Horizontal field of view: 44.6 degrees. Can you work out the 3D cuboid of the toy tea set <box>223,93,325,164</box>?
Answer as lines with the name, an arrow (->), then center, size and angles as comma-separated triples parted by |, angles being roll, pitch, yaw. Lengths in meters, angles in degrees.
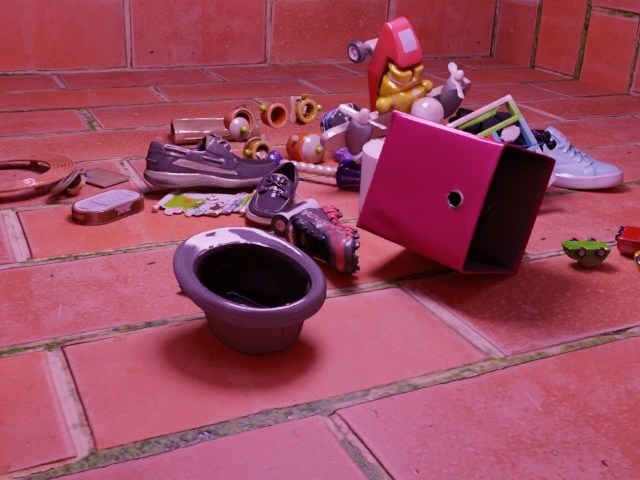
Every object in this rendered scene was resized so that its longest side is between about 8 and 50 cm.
toy tea set -> -0.111, -0.299, 2.197 | 0.336, 0.200, 0.124 | -14, 20, -36

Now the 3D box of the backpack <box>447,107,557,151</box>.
backpack -> 0.459, -0.251, 2.126 | 0.276, 0.213, 0.263 | 4, 33, -6

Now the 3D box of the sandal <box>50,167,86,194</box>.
sandal -> -0.614, -0.141, 1.945 | 0.072, 0.049, 0.180 | -37, 10, 5

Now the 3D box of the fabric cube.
fabric cube -> 0.273, -0.094, 1.572 | 0.258, 0.254, 0.259 | 25, 12, 36

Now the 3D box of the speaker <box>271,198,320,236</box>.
speaker -> -0.054, -0.054, 1.793 | 0.055, 0.055, 0.136 | 15, 25, 27

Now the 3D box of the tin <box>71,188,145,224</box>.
tin -> -0.499, -0.081, 1.836 | 0.106, 0.040, 0.189 | 11, 24, 31

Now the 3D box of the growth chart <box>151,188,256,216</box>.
growth chart -> -0.278, -0.093, 1.909 | 0.237, 0.021, 0.172 | 3, 23, 3

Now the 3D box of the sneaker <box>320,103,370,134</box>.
sneaker -> 0.065, -0.338, 2.397 | 0.147, 0.130, 0.330 | -9, -1, 16

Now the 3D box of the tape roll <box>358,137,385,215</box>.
tape roll -> 0.217, -0.136, 1.874 | 0.246, 0.169, 0.246 | 2, 22, -1

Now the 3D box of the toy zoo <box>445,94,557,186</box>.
toy zoo -> 0.462, -0.197, 1.956 | 0.192, 0.293, 0.030 | -26, -5, -9

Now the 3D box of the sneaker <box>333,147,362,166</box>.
sneaker -> 0.088, -0.236, 2.240 | 0.071, 0.068, 0.170 | -19, 31, -31

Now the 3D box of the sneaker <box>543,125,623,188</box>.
sneaker -> 0.672, -0.241, 2.206 | 0.366, 0.150, 0.135 | 13, 25, 23

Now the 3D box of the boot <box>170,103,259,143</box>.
boot -> -0.347, -0.376, 2.504 | 0.269, 0.089, 0.236 | -5, 23, -15

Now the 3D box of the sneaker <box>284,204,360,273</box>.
sneaker -> 0.000, 0.000, 1.611 | 0.135, 0.098, 0.276 | -3, 21, -14

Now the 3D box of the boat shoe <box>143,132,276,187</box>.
boat shoe -> -0.274, -0.206, 2.002 | 0.355, 0.130, 0.132 | -4, 14, -29

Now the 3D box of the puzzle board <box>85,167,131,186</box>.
puzzle board -> -0.580, -0.165, 2.062 | 0.128, 0.011, 0.096 | 16, 27, 30

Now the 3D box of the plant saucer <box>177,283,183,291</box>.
plant saucer -> -0.193, 0.068, 1.529 | 0.067, 0.018, 0.192 | 15, 26, 27

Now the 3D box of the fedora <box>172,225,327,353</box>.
fedora -> -0.120, 0.097, 1.323 | 0.243, 0.124, 0.275 | -20, 40, -40

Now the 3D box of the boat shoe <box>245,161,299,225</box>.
boat shoe -> -0.110, -0.118, 1.882 | 0.102, 0.092, 0.285 | 16, 24, 5

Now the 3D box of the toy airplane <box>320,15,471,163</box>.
toy airplane -> 0.212, -0.338, 2.055 | 0.384, 0.386, 0.272 | 28, 5, -47

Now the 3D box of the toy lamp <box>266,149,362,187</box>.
toy lamp -> -0.010, -0.192, 2.103 | 0.274, 0.080, 0.080 | 12, 24, 20

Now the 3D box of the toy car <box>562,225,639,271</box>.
toy car -> 0.626, 0.029, 1.671 | 0.225, 0.053, 0.239 | 1, 22, -3

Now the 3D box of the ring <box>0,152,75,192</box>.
ring -> -0.801, -0.166, 1.996 | 0.336, 0.032, 0.336 | -1, 22, 1
